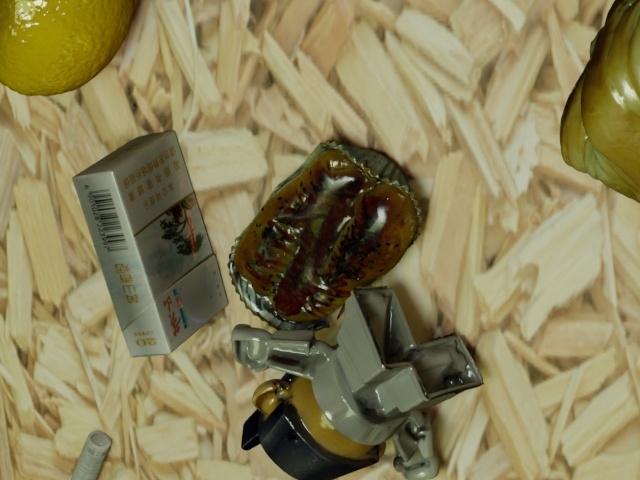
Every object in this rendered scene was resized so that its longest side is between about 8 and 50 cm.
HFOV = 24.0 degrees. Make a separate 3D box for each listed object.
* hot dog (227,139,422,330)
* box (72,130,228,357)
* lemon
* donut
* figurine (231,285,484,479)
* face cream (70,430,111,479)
[{"bbox_3d":[0.000,0.000,1.730,0.162,0.082,0.270,46,124,2],"label":"hot dog"},{"bbox_3d":[-0.199,0.004,1.785,0.067,0.149,0.233,-6,110,30],"label":"box"},{"bbox_3d":[-0.305,-0.269,1.692,0.188,0.188,0.257,32,124,9],"label":"lemon"},{"bbox_3d":[0.336,-0.207,1.333,0.170,0.360,0.360,26,121,2],"label":"donut"},{"bbox_3d":[0.026,0.187,1.762,0.308,0.143,0.308,11,118,21],"label":"figurine"},{"bbox_3d":[-0.320,0.318,2.053,0.034,0.034,0.130,30,121,10],"label":"face cream"}]
